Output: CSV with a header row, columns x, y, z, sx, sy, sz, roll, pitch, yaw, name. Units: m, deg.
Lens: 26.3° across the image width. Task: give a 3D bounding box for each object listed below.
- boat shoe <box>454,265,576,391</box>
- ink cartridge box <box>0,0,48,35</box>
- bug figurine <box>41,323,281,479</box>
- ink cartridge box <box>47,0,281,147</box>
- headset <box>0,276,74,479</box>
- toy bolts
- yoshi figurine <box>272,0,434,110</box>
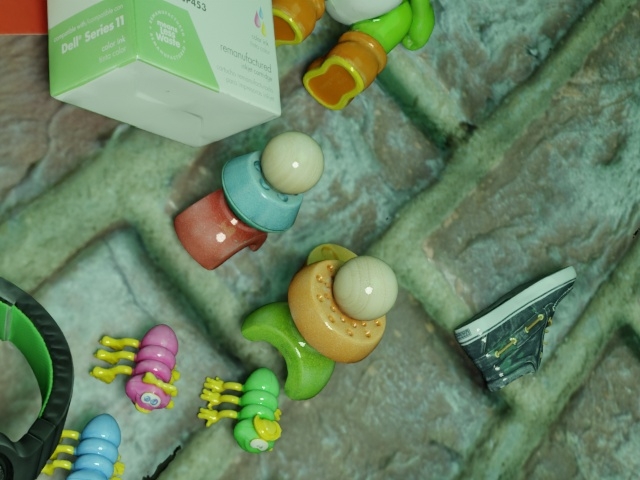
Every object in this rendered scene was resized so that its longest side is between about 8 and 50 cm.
x,y,z,sx,sy,sz,roll,pitch,yaw,name
0.232,0.098,1.535,0.183,0.065,0.083,-28,91,-32,boat shoe
-0.363,-0.370,1.211,0.308,0.091,0.385,-16,79,-61,ink cartridge box
-0.112,0.187,1.226,0.279,0.072,0.216,26,48,-27,bug figurine
-0.157,-0.291,1.342,0.207,0.119,0.353,17,62,-50,ink cartridge box
-0.357,0.166,1.031,0.243,0.185,0.394,29,37,10,headset
0.000,0.000,1.322,0.228,0.158,0.218,51,36,4,toy bolts
0.057,-0.325,1.539,0.203,0.203,0.362,25,66,22,yoshi figurine
